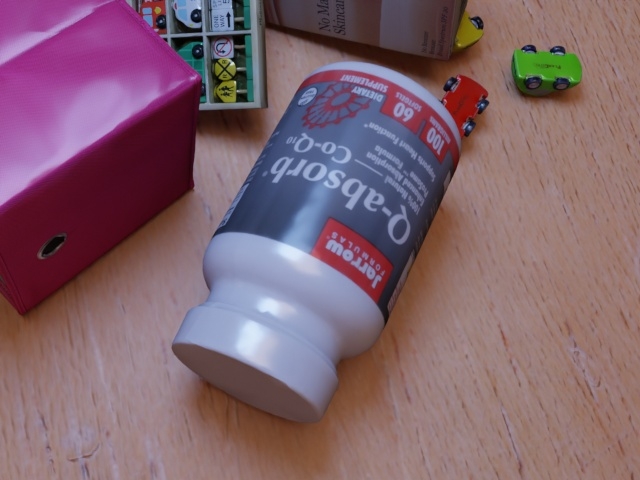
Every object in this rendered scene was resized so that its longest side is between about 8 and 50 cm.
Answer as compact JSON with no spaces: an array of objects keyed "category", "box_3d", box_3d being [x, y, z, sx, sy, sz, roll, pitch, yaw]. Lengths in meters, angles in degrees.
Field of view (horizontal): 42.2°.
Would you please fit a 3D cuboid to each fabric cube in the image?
[{"category":"fabric cube","box_3d":[-0.307,-0.122,0.888,0.258,0.254,0.259,-39,78,-23]}]

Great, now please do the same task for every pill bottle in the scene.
[{"category":"pill bottle","box_3d":[0.000,0.000,0.914,0.210,0.210,0.362,26,66,1]}]

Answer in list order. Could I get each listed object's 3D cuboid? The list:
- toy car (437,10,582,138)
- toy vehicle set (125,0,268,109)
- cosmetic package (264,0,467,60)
[{"category":"toy car","box_3d":[0.244,-0.230,1.137,0.225,0.053,0.238,2,68,-9]},{"category":"toy vehicle set","box_3d":[-0.152,-0.291,1.004,0.166,0.035,0.266,-1,98,13]},{"category":"cosmetic package","box_3d":[0.041,-0.350,1.066,0.296,0.153,0.129,14,66,12]}]
